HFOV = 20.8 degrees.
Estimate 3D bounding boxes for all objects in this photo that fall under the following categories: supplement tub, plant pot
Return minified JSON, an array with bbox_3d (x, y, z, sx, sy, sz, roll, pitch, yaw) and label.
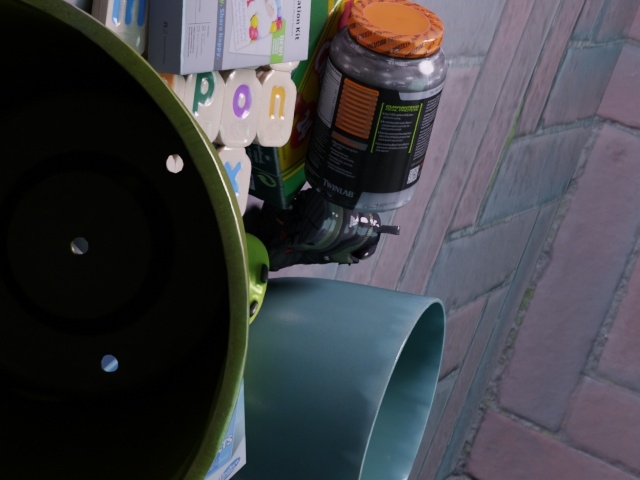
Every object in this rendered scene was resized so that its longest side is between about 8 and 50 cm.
[{"bbox_3d":[0.055,-0.132,1.689,0.117,0.117,0.190,-43,152,-52],"label":"supplement tub"},{"bbox_3d":[-0.020,0.172,1.923,0.293,0.235,0.293,16,90,-75],"label":"plant pot"},{"bbox_3d":[-0.196,0.016,1.103,0.353,0.366,0.366,-38,150,-80],"label":"plant pot"}]

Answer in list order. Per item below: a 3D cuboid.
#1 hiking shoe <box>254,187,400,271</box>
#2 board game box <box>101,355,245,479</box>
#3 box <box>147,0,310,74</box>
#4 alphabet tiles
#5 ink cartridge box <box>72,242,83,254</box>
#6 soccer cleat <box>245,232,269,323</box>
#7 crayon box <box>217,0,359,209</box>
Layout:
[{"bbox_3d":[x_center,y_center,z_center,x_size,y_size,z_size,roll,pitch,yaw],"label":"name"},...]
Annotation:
[{"bbox_3d":[0.000,0.000,1.866,0.227,0.114,0.086,171,-66,-70],"label":"hiking shoe"},{"bbox_3d":[-0.176,0.167,1.509,0.254,0.079,0.336,-43,154,-29],"label":"board game box"},{"bbox_3d":[-0.072,-0.217,1.458,0.186,0.038,0.145,-15,113,-57],"label":"box"},{"bbox_3d":[-0.103,-0.151,1.486,0.284,0.021,0.278,-4,103,-57],"label":"alphabet tiles"},{"bbox_3d":[-0.236,0.019,1.450,0.063,0.029,0.115,-61,162,-12],"label":"ink cartridge box"},{"bbox_3d":[-0.146,0.118,1.805,0.289,0.093,0.121,-65,-166,-18],"label":"soccer cleat"},{"bbox_3d":[0.004,-0.214,1.764,0.318,0.081,0.202,-58,161,-24],"label":"crayon box"}]
